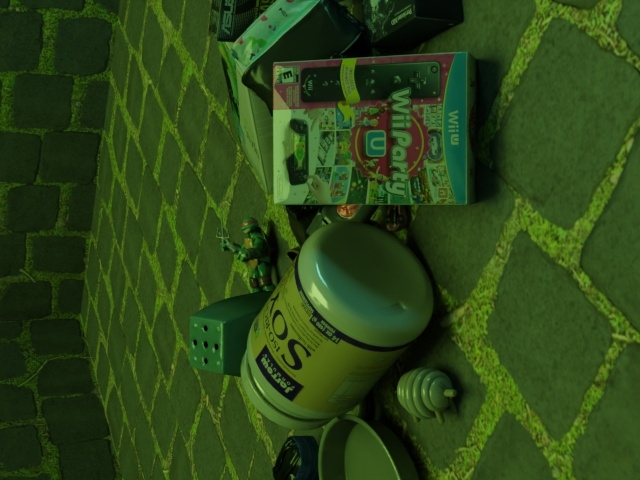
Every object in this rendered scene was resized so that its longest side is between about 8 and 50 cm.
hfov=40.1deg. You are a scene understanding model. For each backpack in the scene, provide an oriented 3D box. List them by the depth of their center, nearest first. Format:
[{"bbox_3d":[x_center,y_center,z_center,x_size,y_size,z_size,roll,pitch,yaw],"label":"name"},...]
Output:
[{"bbox_3d":[-0.026,-0.326,1.548,0.225,0.253,0.191,-41,82,14],"label":"backpack"},{"bbox_3d":[-0.038,0.461,1.809,0.098,0.101,0.120,51,131,49],"label":"backpack"}]

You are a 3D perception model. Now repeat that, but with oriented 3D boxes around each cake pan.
[{"bbox_3d":[0.091,0.450,1.566,0.293,0.054,0.294,22,116,56],"label":"cake pan"}]

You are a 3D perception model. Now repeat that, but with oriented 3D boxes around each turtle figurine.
[{"bbox_3d":[-0.162,0.036,2.022,0.175,0.118,0.234,-179,72,-78],"label":"turtle figurine"}]

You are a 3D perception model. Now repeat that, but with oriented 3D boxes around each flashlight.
[{"bbox_3d":[0.073,-0.104,1.492,0.304,0.103,0.103,-55,44,33],"label":"flashlight"}]

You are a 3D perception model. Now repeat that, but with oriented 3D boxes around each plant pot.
[{"bbox_3d":[-0.151,0.203,1.825,0.165,0.234,0.166,4,96,43],"label":"plant pot"}]

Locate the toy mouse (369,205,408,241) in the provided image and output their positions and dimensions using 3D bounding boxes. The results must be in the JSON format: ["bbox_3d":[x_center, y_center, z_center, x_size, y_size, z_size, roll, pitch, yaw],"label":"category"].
[{"bbox_3d":[0.118,-0.058,1.538,0.161,0.031,0.143,37,114,52],"label":"toy mouse"}]

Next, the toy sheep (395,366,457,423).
[{"bbox_3d":[0.171,0.245,1.398,0.132,0.091,0.091,-14,78,49],"label":"toy sheep"}]

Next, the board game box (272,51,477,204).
[{"bbox_3d":[0.083,-0.166,1.337,0.097,0.303,0.224,-10,-80,-72],"label":"board game box"}]

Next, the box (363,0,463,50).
[{"bbox_3d":[0.142,-0.405,1.407,0.156,0.093,0.159,-14,80,63],"label":"box"}]

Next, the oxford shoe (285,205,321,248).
[{"bbox_3d":[0.000,0.000,1.755,0.227,0.082,0.096,-121,20,-45],"label":"oxford shoe"}]

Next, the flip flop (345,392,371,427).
[{"bbox_3d":[0.014,0.246,1.715,0.277,0.080,0.112,65,146,38],"label":"flip flop"}]

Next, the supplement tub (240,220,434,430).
[{"bbox_3d":[0.017,0.153,1.494,0.331,0.240,0.241,-56,42,40],"label":"supplement tub"}]

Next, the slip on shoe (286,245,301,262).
[{"bbox_3d":[-0.029,0.050,1.834,0.135,0.041,0.052,49,134,52],"label":"slip on shoe"}]

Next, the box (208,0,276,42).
[{"bbox_3d":[-0.101,-0.529,1.754,0.060,0.216,0.270,43,128,54],"label":"box"}]

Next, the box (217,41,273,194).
[{"bbox_3d":[-0.151,-0.292,1.920,0.232,0.058,0.322,-120,16,-44],"label":"box"}]

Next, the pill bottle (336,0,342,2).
[{"bbox_3d":[-0.024,-0.648,1.577,0.229,0.228,0.408,-15,78,63],"label":"pill bottle"}]
